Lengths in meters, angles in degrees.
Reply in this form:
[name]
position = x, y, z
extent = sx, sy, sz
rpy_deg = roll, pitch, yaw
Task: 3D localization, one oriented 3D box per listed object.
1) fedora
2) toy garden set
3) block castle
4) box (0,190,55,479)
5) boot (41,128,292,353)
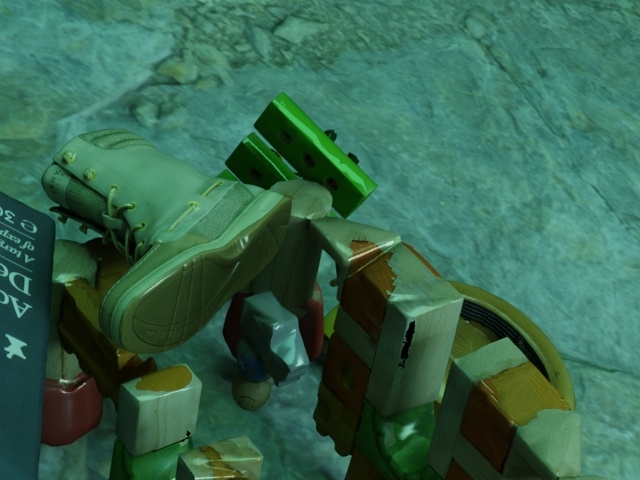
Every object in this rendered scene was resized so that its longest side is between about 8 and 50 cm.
[fedora]
position = 0.129, 0.121, 1.757
extent = 0.194, 0.079, 0.194
rpy_deg = 21, 37, -17
[toy garden set]
position = 0.000, 0.000, 1.686
extent = 0.204, 0.244, 0.049
rpy_deg = 45, 55, 2
[block castle]
position = -0.015, 0.175, 1.481
extent = 0.303, 0.213, 0.453
rpy_deg = -17, 45, -31
[box]
position = -0.354, 0.104, 1.281
extent = 0.293, 0.212, 0.395
rpy_deg = 29, 31, -25
[boot]
position = -0.139, -0.006, 1.445
extent = 0.165, 0.077, 0.213
rpy_deg = 26, 35, 18
